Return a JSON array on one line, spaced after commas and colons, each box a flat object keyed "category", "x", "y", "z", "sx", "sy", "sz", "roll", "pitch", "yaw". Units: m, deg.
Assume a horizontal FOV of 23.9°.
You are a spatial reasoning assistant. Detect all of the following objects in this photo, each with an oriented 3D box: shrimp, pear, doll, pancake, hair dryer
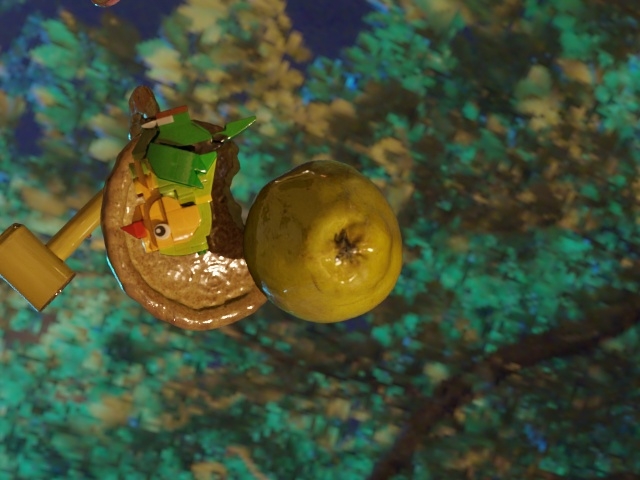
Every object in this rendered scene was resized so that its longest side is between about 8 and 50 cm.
[{"category": "shrimp", "x": -0.271, "y": -0.167, "z": 2.335, "sx": 0.101, "sy": 0.042, "sz": 0.190, "roll": 64, "pitch": -22, "yaw": 23}, {"category": "pear", "x": 0.000, "y": 0.000, "z": 1.981, "sx": 0.212, "sy": 0.212, "sz": 0.269, "roll": -70, "pitch": -162, "yaw": -1}, {"category": "doll", "x": -0.162, "y": -0.071, "z": 1.786, "sx": 0.106, "sy": 0.134, "sz": 0.186, "roll": 166, "pitch": -63, "yaw": -83}, {"category": "pancake", "x": -0.164, "y": -0.020, "z": 2.076, "sx": 0.033, "sy": 0.286, "sz": 0.288, "roll": -170, "pitch": -95, "yaw": -65}, {"category": "hair dryer", "x": -0.422, "y": -0.021, "z": 2.536, "sx": 0.278, "sy": 0.135, "sz": 0.090, "roll": -47, "pitch": -178, "yaw": -23}]

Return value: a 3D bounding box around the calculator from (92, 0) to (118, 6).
[{"category": "calculator", "x": -0.267, "y": -0.475, "z": 2.291, "sx": 0.294, "sy": 0.043, "sz": 0.194, "roll": -48, "pitch": -140, "yaw": 12}]
